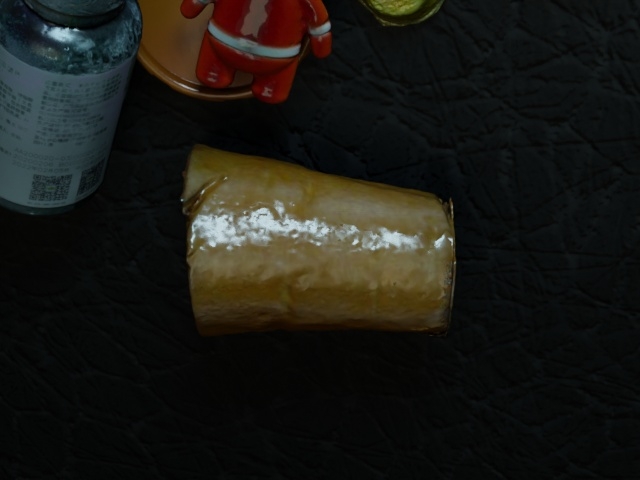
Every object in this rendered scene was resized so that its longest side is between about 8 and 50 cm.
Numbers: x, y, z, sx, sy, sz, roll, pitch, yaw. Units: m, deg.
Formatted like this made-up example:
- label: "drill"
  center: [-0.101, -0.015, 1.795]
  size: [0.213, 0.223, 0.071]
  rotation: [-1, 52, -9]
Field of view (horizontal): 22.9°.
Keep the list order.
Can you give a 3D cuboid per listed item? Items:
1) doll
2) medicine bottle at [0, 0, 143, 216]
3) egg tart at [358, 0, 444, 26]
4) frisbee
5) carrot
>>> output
- label: "doll"
  center: [-0.046, -0.236, 1.405]
  size: [0.142, 0.076, 0.245]
  rotation: [13, 122, -3]
- label: "medicine bottle"
  center: [-0.243, -0.161, 1.452]
  size: [0.141, 0.141, 0.293]
  rotation: [23, 139, -1]
- label: "egg tart"
  center: [0.069, -0.237, 1.428]
  size: [0.105, 0.039, 0.105]
  rotation: [5, 122, 8]
- label: "frisbee"
  center: [-0.095, -0.222, 1.477]
  size: [0.192, 0.035, 0.192]
  rotation: [2, 119, 3]
- label: "carrot"
  center: [0.000, 0.000, 1.523]
  size: [0.254, 0.196, 0.196]
  rotation: [1, 122, 2]
